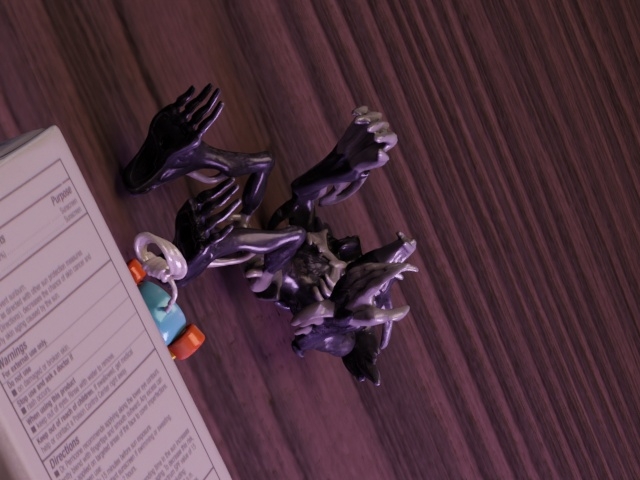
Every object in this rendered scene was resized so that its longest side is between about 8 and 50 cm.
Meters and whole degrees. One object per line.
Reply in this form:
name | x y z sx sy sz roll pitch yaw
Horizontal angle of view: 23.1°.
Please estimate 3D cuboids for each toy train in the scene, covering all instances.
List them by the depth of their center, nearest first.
toy train | -0.139 0.016 0.828 0.046 0.166 0.125 -47 144 -28

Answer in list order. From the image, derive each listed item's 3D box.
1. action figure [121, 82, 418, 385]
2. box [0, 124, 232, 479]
action figure | 0.000 0.000 1.060 0.275 0.141 0.164 26 41 -52
box | -0.137 0.118 0.758 0.311 0.121 0.148 66 29 -12
